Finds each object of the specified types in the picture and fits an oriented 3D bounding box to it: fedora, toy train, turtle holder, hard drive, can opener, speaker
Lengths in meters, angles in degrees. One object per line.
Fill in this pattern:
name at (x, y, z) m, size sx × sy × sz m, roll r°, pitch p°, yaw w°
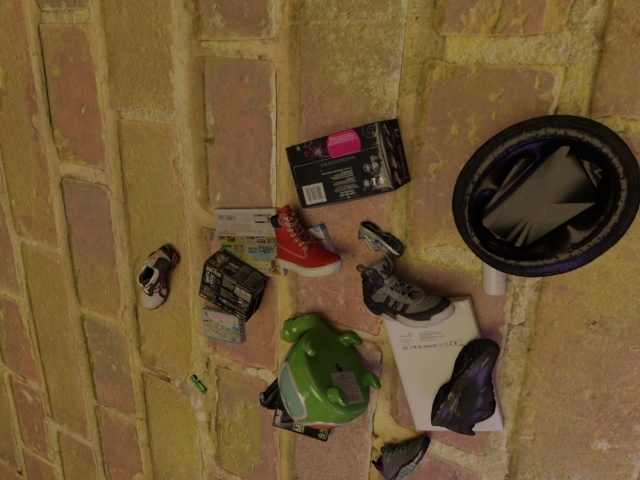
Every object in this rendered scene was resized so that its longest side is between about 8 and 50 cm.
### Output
fedora at (0.443, -0.093, 0.915) m, size 0.333 × 0.152 × 0.334 m, roll 8°, pitch 109°, yaw 25°
toy train at (-0.446, 0.526, 1.652) m, size 0.023 × 0.017 × 0.083 m, roll -44°, pitch 83°, yaw 20°
turtle holder at (-0.020, 0.364, 1.248) m, size 0.320 × 0.243 × 0.227 m, roll 47°, pitch 121°, yaw 6°
hard drive at (0.316, 0.326, 1.177) m, size 0.233 × 0.047 × 0.353 m, roll -13°, pitch 99°, yaw 29°
can opener at (-0.142, 0.480, 1.466) m, size 0.186 × 0.073 × 0.059 m, roll -58°, pitch 38°, yaw 25°
speaker at (0.400, 0.056, 1.042) m, size 0.055 × 0.055 × 0.136 m, roll 0°, pitch 106°, yaw 27°

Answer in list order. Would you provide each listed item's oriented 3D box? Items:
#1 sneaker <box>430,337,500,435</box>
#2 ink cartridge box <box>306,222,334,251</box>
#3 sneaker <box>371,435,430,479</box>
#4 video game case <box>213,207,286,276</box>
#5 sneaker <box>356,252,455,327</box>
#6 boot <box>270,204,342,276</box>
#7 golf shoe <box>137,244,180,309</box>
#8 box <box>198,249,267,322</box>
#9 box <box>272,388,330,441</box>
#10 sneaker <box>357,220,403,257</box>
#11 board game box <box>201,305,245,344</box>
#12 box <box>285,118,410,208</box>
sneaker at (0.370, 0.354, 1.084) m, size 0.130 × 0.109 × 0.286 m, roll 22°, pitch 122°, yaw 9°
ink cartridge box at (0.000, 0.000, 1.247) m, size 0.048 × 0.028 × 0.083 m, roll -20°, pitch 96°, yaw 32°
sneaker at (0.224, 0.617, 1.298) m, size 0.098 × 0.083 × 0.224 m, roll 38°, pitch 120°, yaw 18°
video game case at (-0.214, 0.004, 1.362) m, size 0.226 × 0.026 × 0.207 m, roll 1°, pitch 106°, yaw 26°
sneaker at (0.189, 0.117, 1.097) m, size 0.268 × 0.101 × 0.153 m, roll 1°, pitch 121°, yaw 50°
boot at (-0.047, -0.005, 1.198) m, size 0.244 × 0.088 × 0.176 m, roll 10°, pitch 116°, yaw 48°
golf shoe at (-0.580, 0.137, 1.541) m, size 0.105 × 0.120 × 0.273 m, roll 33°, pitch 119°, yaw 13°
box at (-0.269, 0.140, 1.378) m, size 0.180 × 0.077 × 0.147 m, roll 27°, pitch 128°, yaw 10°
box at (-0.047, 0.519, 1.404) m, size 0.184 × 0.045 × 0.191 m, roll 15°, pitch 113°, yaw 5°
sneaker at (0.153, 0.007, 1.165) m, size 0.135 × 0.052 × 0.058 m, roll 37°, pitch 129°, yaw 21°
board game box at (-0.324, 0.282, 1.506) m, size 0.154 × 0.026 × 0.104 m, roll 6°, pitch 109°, yaw 26°
box at (0.069, -0.182, 1.089) m, size 0.247 × 0.142 × 0.164 m, roll -9°, pitch 103°, yaw 30°
